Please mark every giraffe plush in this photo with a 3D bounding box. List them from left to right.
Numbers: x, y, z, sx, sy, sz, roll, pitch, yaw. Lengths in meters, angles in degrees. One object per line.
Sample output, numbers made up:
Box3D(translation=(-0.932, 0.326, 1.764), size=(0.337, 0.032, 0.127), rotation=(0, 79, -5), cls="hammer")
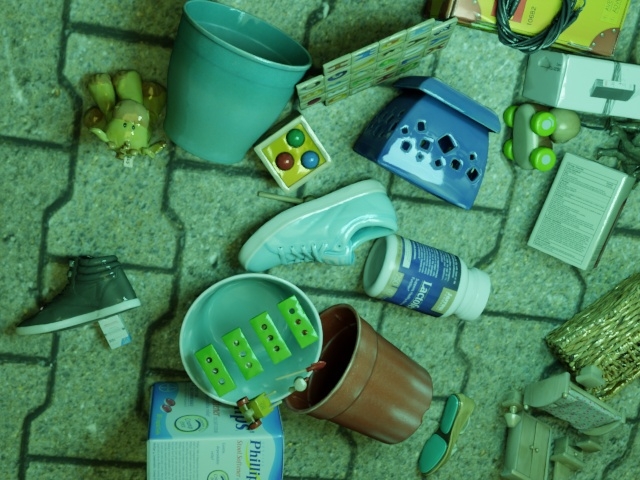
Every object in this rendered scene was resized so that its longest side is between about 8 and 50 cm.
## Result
Box3D(translation=(-0.399, -0.235, 1.669), size=(0.181, 0.170, 0.210), rotation=(-7, 107, -7), cls="giraffe plush")

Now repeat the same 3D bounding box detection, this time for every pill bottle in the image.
Box3D(translation=(0.243, 0.090, 1.876), size=(0.264, 0.153, 0.153), rotation=(18, 103, -13), cls="pill bottle")

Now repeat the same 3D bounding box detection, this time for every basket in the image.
Box3D(translation=(0.726, 0.244, 1.937), size=(0.299, 0.213, 0.223), rotation=(-36, 87, 2), cls="basket")

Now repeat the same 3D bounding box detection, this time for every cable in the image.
Box3D(translation=(0.419, -0.454, 1.595), size=(0.184, 0.047, 0.150), rotation=(-40, 108, 5), cls="cable")

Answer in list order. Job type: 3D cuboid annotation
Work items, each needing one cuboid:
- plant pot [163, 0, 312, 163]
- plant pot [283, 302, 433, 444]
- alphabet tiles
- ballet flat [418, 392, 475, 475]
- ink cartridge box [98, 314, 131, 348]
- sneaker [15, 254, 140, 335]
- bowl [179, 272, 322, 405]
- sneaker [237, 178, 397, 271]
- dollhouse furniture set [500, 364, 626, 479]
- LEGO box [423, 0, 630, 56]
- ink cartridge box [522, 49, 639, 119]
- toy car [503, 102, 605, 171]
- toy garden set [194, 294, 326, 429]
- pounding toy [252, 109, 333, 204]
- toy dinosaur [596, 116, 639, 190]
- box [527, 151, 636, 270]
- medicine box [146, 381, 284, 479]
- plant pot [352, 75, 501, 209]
Box3D(translation=(-0.191, -0.304, 1.646), size=(0.271, 0.272, 0.255), rotation=(21, 116, -14), cls="plant pot")
Box3D(translation=(0.097, 0.326, 1.880), size=(0.265, 0.272, 0.272), rotation=(33, 99, -24), cls="plant pot")
Box3D(translation=(0.111, -0.355, 1.664), size=(0.342, 0.285, 0.011), rotation=(-23, 85, -2), cls="alphabet tiles")
Box3D(translation=(0.324, 0.492, 2.051), size=(0.073, 0.080, 0.232), rotation=(16, 105, -28), cls="ballet flat")
Box3D(translation=(-0.469, 0.199, 1.862), size=(0.048, 0.028, 0.083), rotation=(-21, 109, -2), cls="ink cartridge box")
Box3D(translation=(-0.546, 0.116, 1.798), size=(0.295, 0.104, 0.147), rotation=(-18, 85, 12), cls="sneaker")
Box3D(translation=(-0.161, 0.197, 1.840), size=(0.311, 0.163, 0.312), rotation=(-3, 106, -9), cls="bowl")
Box3D(translation=(0.000, 0.000, 1.793), size=(0.365, 0.135, 0.150), rotation=(-27, 64, 0), cls="sneaker")
Box3D(translation=(0.609, 0.477, 1.934), size=(0.303, 0.174, 0.355), rotation=(31, 144, -17), cls="dollhouse furniture set")
Box3D(translation=(0.465, -0.661, 1.667), size=(0.372, 0.193, 0.501), rotation=(11, 105, -11), cls="LEGO box")
Box3D(translation=(0.607, -0.339, 1.783), size=(0.272, 0.197, 0.114), rotation=(7, 106, -10), cls="ink cartridge box")
Box3D(translation=(0.528, -0.239, 1.828), size=(0.188, 0.155, 0.149), rotation=(-8, 108, -13), cls="toy car")
Box3D(translation=(-0.111, 0.263, 1.743), size=(0.244, 0.049, 0.204), rotation=(-30, 92, -2), cls="toy garden set")
Box3D(translation=(-0.062, -0.145, 1.790), size=(0.181, 0.094, 0.206), rotation=(-34, 108, 2), cls="pounding toy")
Box3D(translation=(0.719, -0.217, 1.836), size=(0.160, 0.313, 0.121), rotation=(17, 76, 10), cls="toy dinosaur")
Box3D(translation=(0.596, -0.066, 1.869), size=(0.148, 0.126, 0.232), rotation=(27, 104, 28), cls="box")
Box3D(translation=(-0.239, 0.440, 1.846), size=(0.289, 0.263, 0.149), rotation=(0, 107, -9), cls="medicine box")
Box3D(translation=(0.234, -0.221, 1.747), size=(0.235, 0.236, 0.212), rotation=(26, 95, -15), cls="plant pot")
